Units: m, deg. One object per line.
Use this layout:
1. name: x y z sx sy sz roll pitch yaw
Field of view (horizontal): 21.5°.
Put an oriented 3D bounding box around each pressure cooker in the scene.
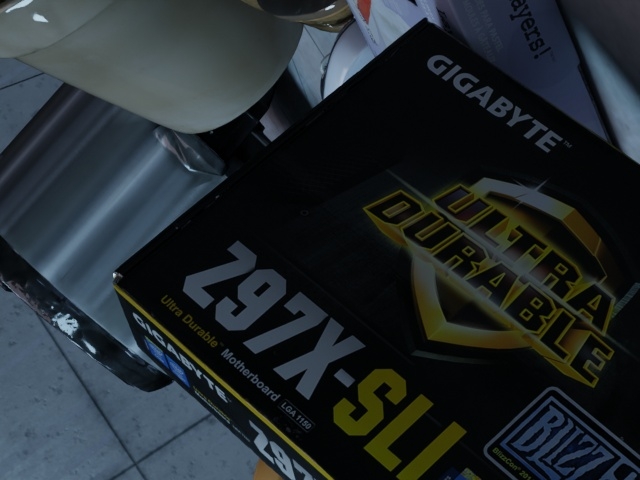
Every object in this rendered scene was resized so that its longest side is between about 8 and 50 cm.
1. pressure cooker: -0.207 -0.066 2.138 0.370 0.420 0.375 39 177 42

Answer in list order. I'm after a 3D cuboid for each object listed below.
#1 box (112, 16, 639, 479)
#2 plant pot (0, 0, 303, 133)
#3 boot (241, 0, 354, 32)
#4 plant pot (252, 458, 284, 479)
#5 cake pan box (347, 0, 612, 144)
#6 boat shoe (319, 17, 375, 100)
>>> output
1. box: 0.085 0.049 0.919 0.322 0.257 0.079 39 160 28
2. plant pot: -0.173 -0.256 1.635 0.280 0.323 0.323 42 -177 -35
3. boot: 0.003 -0.220 1.387 0.115 0.112 0.305 27 -179 -23
4. plant pot: 0.087 0.325 2.065 0.203 0.291 0.291 -23 102 55
5. cake pan box: 0.076 -0.166 1.106 0.246 0.070 0.267 43 165 55
6. boat shoe: 0.044 -0.126 1.400 0.102 0.108 0.301 53 180 21
